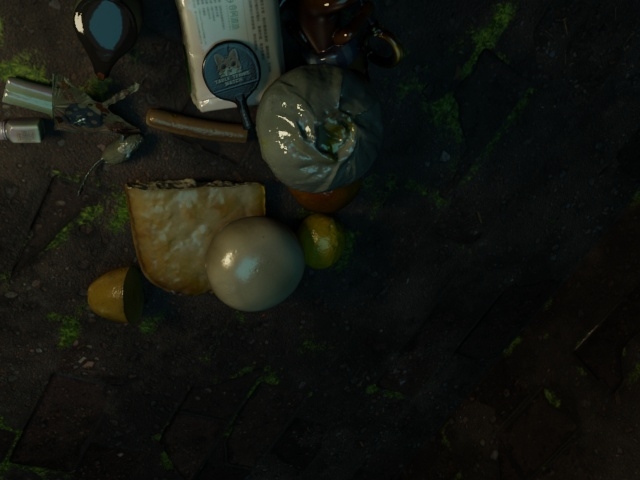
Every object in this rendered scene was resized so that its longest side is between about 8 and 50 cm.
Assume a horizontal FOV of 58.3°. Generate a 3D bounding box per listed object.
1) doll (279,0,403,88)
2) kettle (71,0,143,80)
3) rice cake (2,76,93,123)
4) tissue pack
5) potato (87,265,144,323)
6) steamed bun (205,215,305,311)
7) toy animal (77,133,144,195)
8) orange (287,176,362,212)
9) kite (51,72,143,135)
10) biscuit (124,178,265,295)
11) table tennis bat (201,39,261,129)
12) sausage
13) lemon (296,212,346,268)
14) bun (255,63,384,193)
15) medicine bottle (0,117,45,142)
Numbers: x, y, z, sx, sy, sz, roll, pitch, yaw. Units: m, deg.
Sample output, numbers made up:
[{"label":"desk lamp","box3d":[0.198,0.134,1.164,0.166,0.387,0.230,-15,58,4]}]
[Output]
[{"label":"doll","box3d":[0.046,-0.572,1.614,0.317,0.209,0.340,-6,127,27]},{"label":"kettle","box3d":[-0.525,-0.525,1.423,0.165,0.255,0.240,5,120,-21]},{"label":"rice cake","box3d":[-0.745,-0.386,1.572,0.221,0.042,0.080,12,122,-22]},{"label":"tissue pack","box3d":[-0.240,-0.544,1.529,0.266,0.194,0.357,-10,125,-11]},{"label":"potato","box3d":[-0.682,0.179,1.880,0.158,0.178,0.203,3,146,0]},{"label":"steamed bun","box3d":[-0.200,0.081,1.820,0.324,0.206,0.324,-18,127,-26]},{"label":"toy animal","box3d":[-0.623,-0.234,1.679,0.253,0.079,0.070,-36,102,6]},{"label":"orange","box3d":[0.014,-0.213,1.779,0.264,0.264,0.264,-7,123,-12]},{"label":"kite","box3d":[-0.607,-0.359,1.565,0.314,0.011,0.335,-19,156,20]},{"label":"biscuit","box3d":[-0.382,-0.017,1.861,0.429,0.104,0.446,-12,123,-20]},{"label":"table tennis bat","box3d":[-0.219,-0.401,1.495,0.150,0.027,0.236,-19,123,-6]},{"label":"sausage","box3d":[-0.362,-0.337,1.702,0.301,0.066,0.066,7,119,-18]},{"label":"lemon","box3d":[0.001,0.003,1.953,0.180,0.180,0.193,-16,119,-6]},{"label":"bun","box3d":[0.010,-0.293,1.523,0.361,0.211,0.362,-4,101,-22]},{"label":"medicine bottle","box3d":[-0.828,-0.303,1.578,0.118,0.074,0.055,-3,123,-15]}]
